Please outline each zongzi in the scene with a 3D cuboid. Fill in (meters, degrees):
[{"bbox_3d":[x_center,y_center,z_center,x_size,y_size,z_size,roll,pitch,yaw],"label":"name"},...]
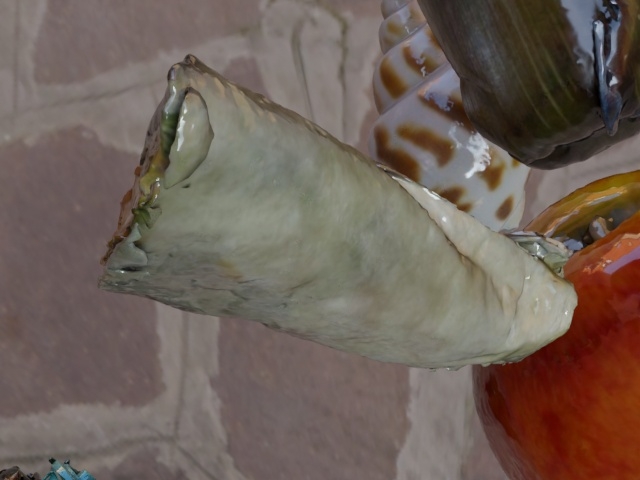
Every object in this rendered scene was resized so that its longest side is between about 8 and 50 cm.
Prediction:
[{"bbox_3d":[0.096,-0.288,0.974,0.208,0.432,0.403,-20,57,28],"label":"zongzi"}]

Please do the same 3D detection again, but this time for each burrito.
[{"bbox_3d":[-0.011,0.001,0.702,0.175,0.348,0.107,-6,72,38],"label":"burrito"}]

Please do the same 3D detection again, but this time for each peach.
[{"bbox_3d":[0.229,0.089,0.875,0.281,0.281,0.238,10,31,9],"label":"peach"}]

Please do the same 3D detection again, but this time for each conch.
[{"bbox_3d":[0.134,-0.140,1.452,0.183,0.148,0.275,-23,66,-42],"label":"conch"}]

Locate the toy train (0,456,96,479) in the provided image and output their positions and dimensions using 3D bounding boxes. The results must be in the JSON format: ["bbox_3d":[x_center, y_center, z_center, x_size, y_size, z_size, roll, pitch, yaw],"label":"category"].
[{"bbox_3d":[-0.198,0.271,1.169,0.107,0.154,0.198,-45,113,-8],"label":"toy train"}]
